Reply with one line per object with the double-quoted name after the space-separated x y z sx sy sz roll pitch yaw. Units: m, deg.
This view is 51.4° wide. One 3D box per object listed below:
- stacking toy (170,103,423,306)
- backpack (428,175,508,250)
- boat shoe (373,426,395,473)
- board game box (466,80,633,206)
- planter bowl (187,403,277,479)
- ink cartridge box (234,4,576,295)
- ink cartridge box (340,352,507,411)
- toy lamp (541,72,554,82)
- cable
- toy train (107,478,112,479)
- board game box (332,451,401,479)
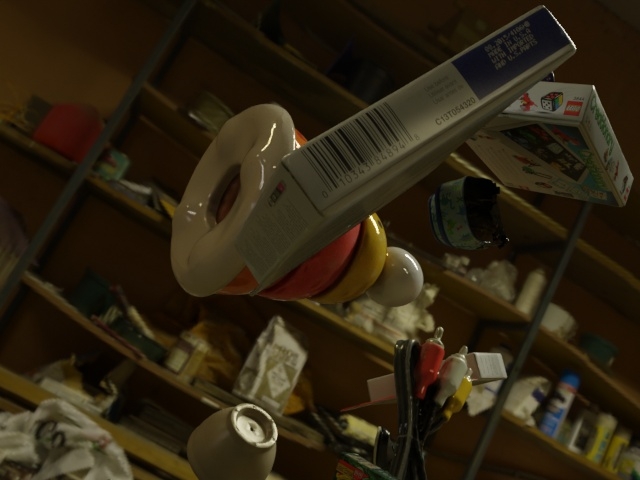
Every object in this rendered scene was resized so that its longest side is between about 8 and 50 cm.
0.000 0.000 1.225 0.480 0.350 0.350 25 -10 -31 "stacking toy"
0.201 -0.036 0.938 0.084 0.105 0.114 -13 -11 35 "backpack"
0.098 0.317 0.961 0.042 0.049 0.133 5 -52 17 "boat shoe"
0.304 -0.132 0.921 0.193 0.053 0.305 16 -7 35 "board game box"
-0.145 0.366 1.207 0.162 0.109 0.162 29 25 -15 "planter bowl"
0.062 -0.081 0.723 0.071 0.324 0.330 55 -23 2 "ink cartridge box"
0.228 0.317 1.498 0.296 0.066 0.261 -24 -22 35 "ink cartridge box"
0.528 -0.452 1.895 0.275 0.080 0.080 -1 -6 -16 "toy lamp"
0.135 0.239 0.871 0.072 0.287 0.139 -20 -59 36 "cable"
-0.470 0.552 1.439 0.017 0.024 0.083 44 23 -18 "toy train"
0.084 0.293 0.568 0.030 0.136 0.260 25 -9 -35 "board game box"
